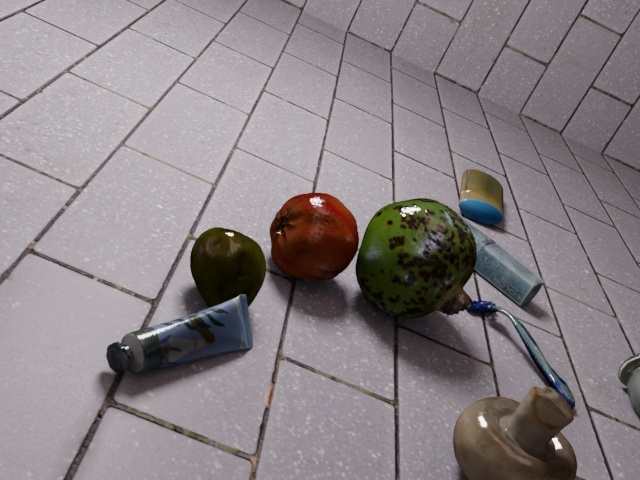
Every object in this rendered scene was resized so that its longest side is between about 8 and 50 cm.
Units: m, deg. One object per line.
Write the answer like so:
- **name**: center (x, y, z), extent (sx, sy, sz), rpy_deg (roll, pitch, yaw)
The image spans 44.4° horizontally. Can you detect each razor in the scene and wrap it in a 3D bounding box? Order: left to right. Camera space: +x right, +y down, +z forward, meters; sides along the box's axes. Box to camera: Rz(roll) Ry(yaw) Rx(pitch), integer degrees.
- **razor**: center (0.440, 0.227, 1.675), extent (0.093, 0.056, 0.324), rpy_deg (6, 34, -39)

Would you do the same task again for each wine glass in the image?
- **wine glass**: center (0.724, 0.336, 1.676), extent (0.111, 0.111, 0.204), rpy_deg (19, 26, -16)

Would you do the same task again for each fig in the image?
- **fig**: center (-0.173, 0.074, 1.347), extent (0.127, 0.184, 0.133), rpy_deg (5, -23, 43)

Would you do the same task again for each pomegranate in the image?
- **pomegranate**: center (0.199, 0.047, 1.575), extent (0.254, 0.254, 0.270), rpy_deg (-8, 56, -50)

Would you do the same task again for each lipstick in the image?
- **lipstick**: center (0.419, 0.046, 1.952), extent (0.290, 0.077, 0.076), rpy_deg (43, 29, 26)

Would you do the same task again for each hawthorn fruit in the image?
- **hawthorn fruit**: center (0.000, 0.000, 1.554), extent (0.200, 0.179, 0.179), rpy_deg (27, 22, -35)

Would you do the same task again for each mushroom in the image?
- **mushroom**: center (0.320, 0.315, 1.242), extent (0.204, 0.204, 0.204), rpy_deg (22, 27, -12)

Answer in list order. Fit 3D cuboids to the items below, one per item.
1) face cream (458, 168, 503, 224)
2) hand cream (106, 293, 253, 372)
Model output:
- **face cream**: center (0.482, -0.130, 2.338), extent (0.139, 0.067, 0.285), rpy_deg (27, 26, 1)
- **hand cream**: center (-0.203, 0.148, 1.203), extent (0.058, 0.091, 0.271), rpy_deg (-10, 0, 41)
